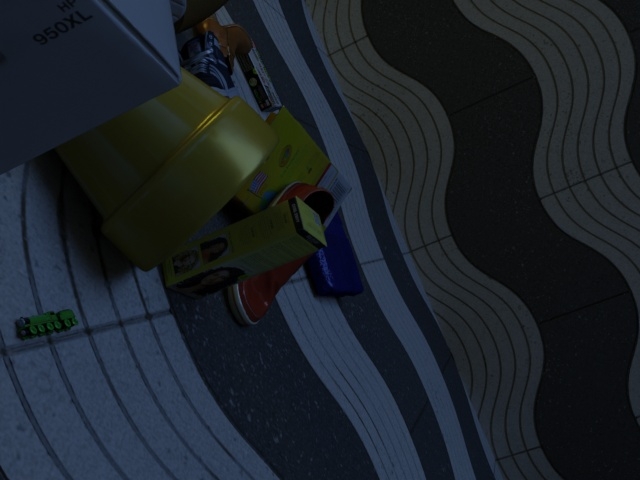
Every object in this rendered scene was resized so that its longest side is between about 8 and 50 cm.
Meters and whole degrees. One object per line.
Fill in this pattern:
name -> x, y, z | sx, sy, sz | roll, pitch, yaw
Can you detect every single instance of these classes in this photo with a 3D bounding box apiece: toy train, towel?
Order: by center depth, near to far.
toy train -> -0.290, 0.088, 0.714 | 0.023, 0.017, 0.083 | 59, 15, 9
towel -> 0.000, 0.000, 1.705 | 0.228, 0.076, 0.308 | 12, 57, -63

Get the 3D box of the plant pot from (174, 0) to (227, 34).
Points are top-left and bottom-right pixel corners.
plant pot -> -0.274, -0.501, 1.272 | 0.237, 0.237, 0.254 | 55, 33, -37

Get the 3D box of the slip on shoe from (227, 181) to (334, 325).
slip on shoe -> -0.070, 0.013, 1.230 | 0.331, 0.101, 0.123 | -60, 136, -36

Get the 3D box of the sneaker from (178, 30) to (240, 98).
sneaker -> -0.238, -0.328, 1.314 | 0.282, 0.099, 0.153 | -74, 143, -77

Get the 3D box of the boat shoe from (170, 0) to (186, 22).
boat shoe -> -0.345, -0.453, 1.030 | 0.335, 0.121, 0.119 | 24, 35, -51

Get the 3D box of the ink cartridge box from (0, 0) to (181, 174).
ink cartridge box -> -0.314, -0.278, 0.653 | 0.166, 0.286, 0.394 | 43, 29, -57

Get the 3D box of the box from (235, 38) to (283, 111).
box -> -0.172, -0.451, 1.827 | 0.206, 0.036, 0.114 | 65, 16, -4

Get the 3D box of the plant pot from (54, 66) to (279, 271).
plant pot -> -0.223, -0.129, 0.864 | 0.239, 0.254, 0.254 | 45, 21, -14

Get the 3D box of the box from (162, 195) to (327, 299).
box -> -0.114, 0.016, 0.992 | 0.087, 0.232, 0.058 | 36, 34, -60

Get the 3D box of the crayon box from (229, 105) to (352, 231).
crayon box -> -0.075, -0.117, 1.378 | 0.081, 0.202, 0.318 | 25, -12, 35

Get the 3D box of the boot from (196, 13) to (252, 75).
boot -> -0.223, -0.455, 1.610 | 0.197, 0.073, 0.152 | 20, 46, -53
